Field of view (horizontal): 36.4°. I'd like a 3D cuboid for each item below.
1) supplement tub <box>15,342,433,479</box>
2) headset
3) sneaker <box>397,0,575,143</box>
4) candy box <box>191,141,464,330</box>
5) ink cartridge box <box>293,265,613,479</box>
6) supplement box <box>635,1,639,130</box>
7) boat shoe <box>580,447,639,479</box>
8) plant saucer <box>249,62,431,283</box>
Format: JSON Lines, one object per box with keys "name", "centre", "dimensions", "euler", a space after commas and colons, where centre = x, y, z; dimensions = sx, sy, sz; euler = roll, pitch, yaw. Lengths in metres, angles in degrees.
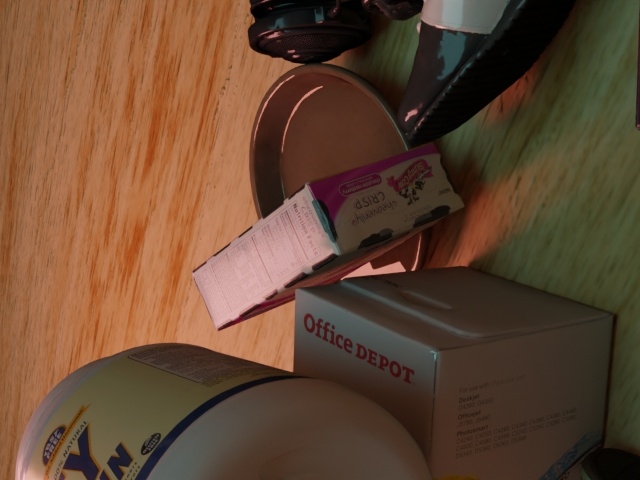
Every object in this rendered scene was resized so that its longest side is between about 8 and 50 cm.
{"name": "supplement tub", "centre": [-0.091, 0.204, 0.745], "dimensions": [0.324, 0.235, 0.236], "euler": [2, 97, 58]}
{"name": "headset", "centre": [0.020, -0.290, 0.993], "dimensions": [0.394, 0.185, 0.244], "euler": [-123, 34, -58]}
{"name": "sneaker", "centre": [0.134, -0.232, 0.779], "dimensions": [0.146, 0.122, 0.331], "euler": [44, 124, 20]}
{"name": "candy box", "centre": [0.000, 0.000, 0.924], "dimensions": [0.233, 0.159, 0.071], "euler": [-32, 81, 51]}
{"name": "ink cartridge box", "centre": [0.104, 0.178, 0.841], "dimensions": [0.198, 0.197, 0.270], "euler": [20, 112, 55]}
{"name": "supplement box", "centre": [0.273, -0.164, 0.633], "dimensions": [0.104, 0.080, 0.188], "euler": [11, 104, 56]}
{"name": "boat shoe", "centre": [0.266, 0.235, 0.728], "dimensions": [0.190, 0.068, 0.072], "euler": [42, 140, 46]}
{"name": "plant saucer", "centre": [0.021, -0.052, 1.039], "dimensions": [0.277, 0.041, 0.278], "euler": [22, 120, 45]}
